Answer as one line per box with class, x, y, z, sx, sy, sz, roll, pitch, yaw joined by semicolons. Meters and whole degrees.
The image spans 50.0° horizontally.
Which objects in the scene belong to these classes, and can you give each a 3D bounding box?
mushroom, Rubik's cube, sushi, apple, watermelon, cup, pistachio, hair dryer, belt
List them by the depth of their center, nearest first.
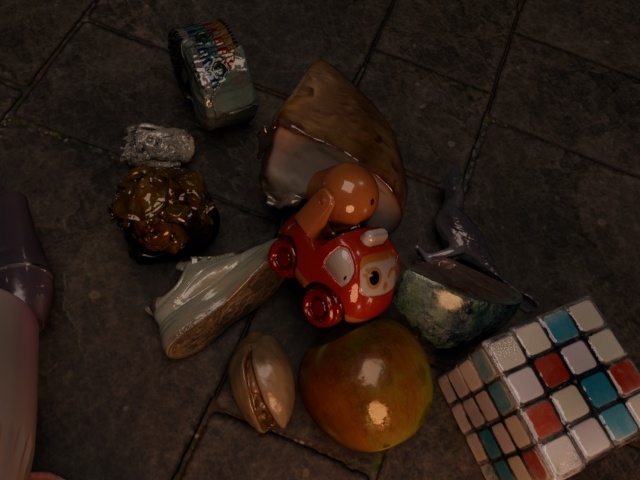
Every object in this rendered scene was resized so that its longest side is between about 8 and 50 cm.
cup;-0.564;0.265;1.051;0.254;0.253;0.371;-10;47;-15
Rubik's cube;0.407;0.290;1.255;0.254;0.259;0.256;-17;67;-20
apple;0.084;0.267;1.255;0.246;0.246;0.226;-25;90;-21
pistachio;-0.106;0.259;1.268;0.125;0.124;0.184;-9;81;-14
hair dryer;-0.690;0.069;1.277;0.362;0.121;0.301;-16;58;-12
watermelon;0.239;0.118;1.331;0.319;0.148;0.226;13;24;-37
sushi;-0.305;-0.057;1.343;0.200;0.204;0.213;-25;64;-16
mushroom;0.063;-0.219;1.456;0.314;0.224;0.397;21;44;2
belt;-0.238;-0.367;1.517;0.150;0.207;0.257;-21;60;-17

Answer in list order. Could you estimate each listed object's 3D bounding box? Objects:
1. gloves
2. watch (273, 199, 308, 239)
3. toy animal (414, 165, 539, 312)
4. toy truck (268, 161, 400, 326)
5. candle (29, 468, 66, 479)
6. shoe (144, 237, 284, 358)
gloves;-0.350;-0.199;1.484;0.153;0.070;0.114;7;61;-8
watch;0.000;0.000;1.446;0.206;0.068;0.193;31;58;3
toy animal;0.300;0.017;1.480;0.206;0.081;0.366;-20;72;-17
toy truck;0.049;0.005;1.240;0.189;0.239;0.264;-12;57;-50
candle;-0.376;0.519;1.072;0.317;0.131;0.287;1;61;1
shoe;-0.207;0.079;1.333;0.316;0.124;0.159;-40;62;-18
